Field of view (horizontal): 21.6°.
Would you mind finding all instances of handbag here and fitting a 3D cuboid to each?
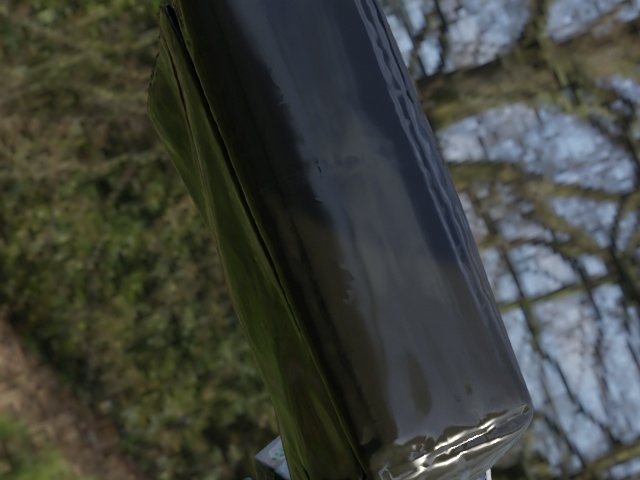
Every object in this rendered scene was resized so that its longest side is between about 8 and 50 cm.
[{"bbox_3d":[0.000,0.000,0.703,0.223,0.080,0.247,120,-50,-75],"label":"handbag"}]

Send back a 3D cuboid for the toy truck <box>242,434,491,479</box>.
[{"bbox_3d":[-0.040,0.258,1.145,0.178,0.363,0.177,33,-35,35],"label":"toy truck"}]
